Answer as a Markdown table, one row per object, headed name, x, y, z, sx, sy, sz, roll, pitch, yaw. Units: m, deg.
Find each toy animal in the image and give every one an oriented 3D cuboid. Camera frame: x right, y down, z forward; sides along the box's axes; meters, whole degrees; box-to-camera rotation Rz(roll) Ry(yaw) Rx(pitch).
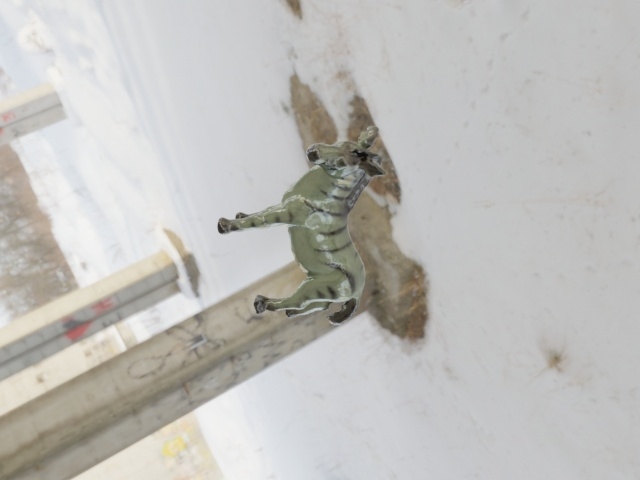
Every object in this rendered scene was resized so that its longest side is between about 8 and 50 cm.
| name | x | y | z | sx | sy | sz | roll | pitch | yaw |
| --- | --- | --- | --- | --- | --- | --- | --- | --- | --- |
| toy animal | 0.001 | -0.004 | 0.718 | 0.073 | 0.175 | 0.217 | -72 | -34 | -54 |
